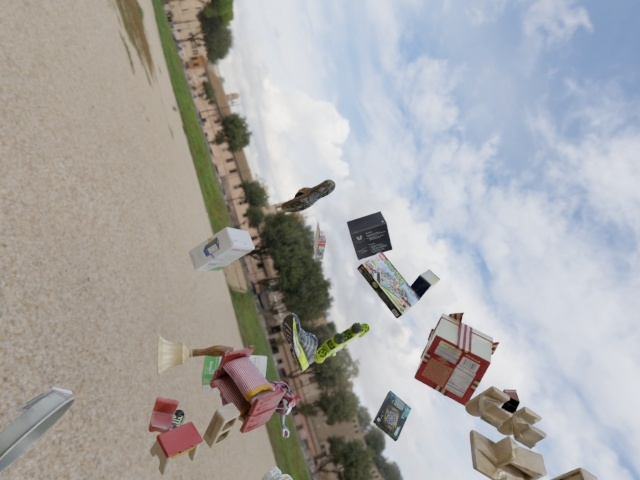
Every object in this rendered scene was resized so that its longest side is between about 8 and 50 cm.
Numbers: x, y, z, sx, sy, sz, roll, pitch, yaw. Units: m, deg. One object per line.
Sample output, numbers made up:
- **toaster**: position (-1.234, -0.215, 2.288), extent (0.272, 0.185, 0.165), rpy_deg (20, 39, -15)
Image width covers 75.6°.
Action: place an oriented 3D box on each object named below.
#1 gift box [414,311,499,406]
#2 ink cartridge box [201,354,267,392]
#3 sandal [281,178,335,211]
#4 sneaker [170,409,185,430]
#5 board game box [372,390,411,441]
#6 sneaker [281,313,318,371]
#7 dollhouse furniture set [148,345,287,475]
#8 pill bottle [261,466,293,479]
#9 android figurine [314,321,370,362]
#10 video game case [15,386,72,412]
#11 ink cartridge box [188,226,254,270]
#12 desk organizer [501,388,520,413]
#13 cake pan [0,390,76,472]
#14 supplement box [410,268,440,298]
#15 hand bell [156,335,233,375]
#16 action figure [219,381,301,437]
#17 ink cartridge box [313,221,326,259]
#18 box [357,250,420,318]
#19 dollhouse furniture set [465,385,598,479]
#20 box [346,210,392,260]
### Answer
- **gift box**: position (0.554, 0.453, 1.654), extent (0.276, 0.255, 0.258), rpy_deg (-65, 165, 20)
- **ink cartridge box**: position (-0.411, 0.640, 1.972), extent (0.211, 0.289, 0.121), rpy_deg (107, -15, -48)
- **sandal**: position (-0.049, -0.173, 1.532), extent (0.090, 0.219, 0.060), rpy_deg (38, 23, -60)
- **sneaker**: position (-0.629, 0.772, 1.766), extent (0.097, 0.084, 0.235), rpy_deg (-68, -169, -19)
- **board game box**: position (0.324, 0.782, 1.847), extent (0.126, 0.186, 0.026), rpy_deg (39, -50, 9)
- **sneaker**: position (-0.082, 0.429, 1.802), extent (0.111, 0.121, 0.299), rpy_deg (32, -38, 49)
- **dollhouse furniture set**: position (-0.305, 0.456, 1.173), extent (0.201, 0.374, 0.152), rpy_deg (40, -66, 31)
- **pill bottle**: position (-0.135, 0.985, 1.589), extent (0.208, 0.118, 0.117), rpy_deg (34, -35, 33)
- **android figurine**: position (0.080, 0.409, 1.657), extent (0.056, 0.248, 0.272), rpy_deg (56, -26, 19)
- **video game case**: position (-0.862, 0.502, 1.289), extent (0.011, 0.122, 0.087), rpy_deg (55, -9, 29)
- **ink cartridge box**: position (-0.401, 0.040, 1.686), extent (0.154, 0.213, 0.093), rpy_deg (11, 54, -64)
- **desk organizer**: position (0.693, 0.608, 1.523), extent (0.050, 0.047, 0.130), rpy_deg (-84, 172, -51)
- **cake pan**: position (-0.812, 0.530, 1.124), extent (0.054, 0.293, 0.293), rpy_deg (44, -13, -2)
- **supplement box**: position (0.373, 0.159, 1.488), extent (0.056, 0.083, 0.083), rpy_deg (45, -53, 21)
- **hand bell**: position (-0.414, 0.374, 1.380), extent (0.126, 0.242, 0.126), rpy_deg (179, -90, -72)
- **action figure**: position (-0.233, 0.650, 1.734), extent (0.248, 0.370, 0.275), rpy_deg (57, 33, -36)
- **ink cartridge box**: position (0.000, 0.000, 1.368), extent (0.062, 0.029, 0.115), rpy_deg (-102, -162, -52)
- **box**: position (0.224, 0.142, 1.356), extent (0.207, 0.114, 0.036), rpy_deg (52, -42, 11)
- **dollhouse furniture set**: position (0.578, 0.718, 1.206), extent (0.256, 0.394, 0.362), rpy_deg (-53, -172, 32)
- **box**: position (0.208, -0.020, 1.742), extent (0.093, 0.156, 0.158), rpy_deg (-104, 176, -50)
